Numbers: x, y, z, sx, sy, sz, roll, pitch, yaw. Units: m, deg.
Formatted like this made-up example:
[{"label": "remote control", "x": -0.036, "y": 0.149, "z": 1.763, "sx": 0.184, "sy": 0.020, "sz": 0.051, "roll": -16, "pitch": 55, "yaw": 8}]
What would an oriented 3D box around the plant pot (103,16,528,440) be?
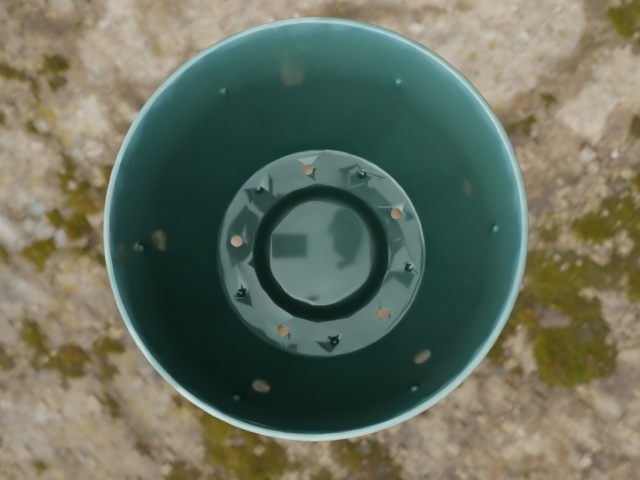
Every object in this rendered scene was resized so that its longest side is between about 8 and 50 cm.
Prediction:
[{"label": "plant pot", "x": 0.000, "y": 0.000, "z": 1.127, "sx": 0.293, "sy": 0.235, "sz": 0.293, "roll": 0, "pitch": 85, "yaw": 2}]
